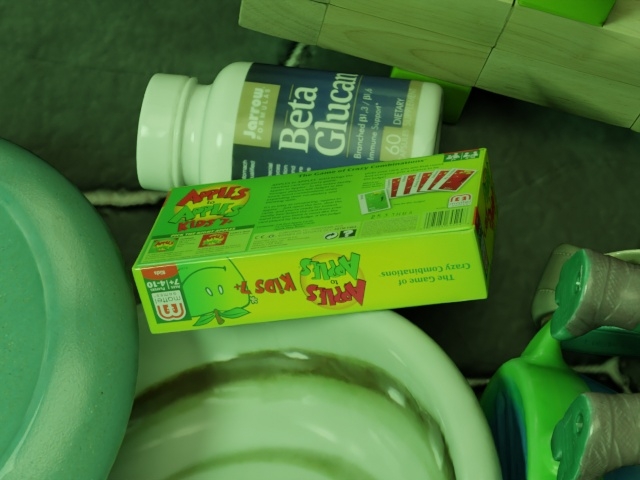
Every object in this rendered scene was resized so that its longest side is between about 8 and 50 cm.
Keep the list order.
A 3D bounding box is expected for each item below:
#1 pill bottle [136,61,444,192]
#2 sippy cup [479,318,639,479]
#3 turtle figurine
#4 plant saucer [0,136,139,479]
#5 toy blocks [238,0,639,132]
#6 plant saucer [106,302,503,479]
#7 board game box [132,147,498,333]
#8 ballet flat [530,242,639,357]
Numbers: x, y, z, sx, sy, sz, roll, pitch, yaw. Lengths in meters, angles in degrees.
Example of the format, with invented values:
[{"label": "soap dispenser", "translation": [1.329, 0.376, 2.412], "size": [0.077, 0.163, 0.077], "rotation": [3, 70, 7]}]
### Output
[{"label": "pill bottle", "translation": [-0.017, -0.054, 1.008], "size": [0.169, 0.094, 0.094], "rotation": [6, 73, 6]}, {"label": "sippy cup", "translation": [0.182, 0.191, 0.866], "size": [0.224, 0.240, 0.305], "rotation": [10, 110, -4]}, {"label": "turtle figurine", "translation": [0.223, 0.071, 0.771], "size": [0.234, 0.118, 0.175], "rotation": [10, 38, -6]}, {"label": "plant saucer", "translation": [-0.256, 0.065, 0.925], "size": [0.318, 0.043, 0.317], "rotation": [-4, 63, 9]}, {"label": "toy blocks", "translation": [0.124, -0.221, 1.023], "size": [0.381, 0.190, 0.260], "rotation": [15, 65, -3]}, {"label": "plant saucer", "translation": [-0.080, 0.201, 0.878], "size": [0.400, 0.100, 0.400], "rotation": [-20, 40, 18]}, {"label": "board game box", "translation": [0.000, 0.000, 0.927], "size": [0.181, 0.043, 0.092], "rotation": [-6, 28, 13]}, {"label": "ballet flat", "translation": [0.228, 0.043, 0.978], "size": [0.213, 0.072, 0.068], "rotation": [13, 64, 6]}]
